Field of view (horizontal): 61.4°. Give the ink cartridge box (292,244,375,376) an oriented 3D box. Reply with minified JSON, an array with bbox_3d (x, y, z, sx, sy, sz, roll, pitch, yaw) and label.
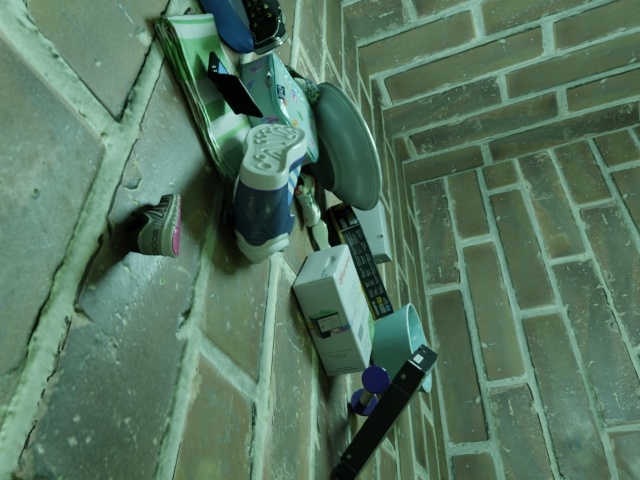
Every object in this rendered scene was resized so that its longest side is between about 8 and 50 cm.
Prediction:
[{"bbox_3d":[0.043,0.180,1.419,0.201,0.117,0.278,-64,138,-63],"label":"ink cartridge box"}]

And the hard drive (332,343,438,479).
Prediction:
[{"bbox_3d":[0.169,0.426,1.341,0.064,0.339,0.237,35,9,17],"label":"hard drive"}]

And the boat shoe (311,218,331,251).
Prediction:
[{"bbox_3d":[0.000,0.000,1.554,0.043,0.049,0.137,2,-66,64],"label":"boat shoe"}]

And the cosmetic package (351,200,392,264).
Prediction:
[{"bbox_3d":[0.182,-0.031,2.003,0.107,0.127,0.238,42,36,-62],"label":"cosmetic package"}]

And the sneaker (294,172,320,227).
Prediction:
[{"bbox_3d":[-0.047,-0.115,1.494,0.075,0.057,0.161,18,60,-50],"label":"sneaker"}]

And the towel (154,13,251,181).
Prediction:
[{"bbox_3d":[-0.216,-0.304,1.125,0.248,0.038,0.325,-67,140,-63],"label":"towel"}]

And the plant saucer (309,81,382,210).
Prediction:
[{"bbox_3d":[0.035,-0.259,1.597,0.400,0.100,0.400,55,-19,30],"label":"plant saucer"}]

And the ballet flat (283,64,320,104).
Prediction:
[{"bbox_3d":[-0.075,-0.448,1.538,0.188,0.070,0.070,45,-4,37],"label":"ballet flat"}]

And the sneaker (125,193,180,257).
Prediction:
[{"bbox_3d":[-0.243,-0.025,0.786,0.170,0.075,0.063,-114,-153,-61],"label":"sneaker"}]

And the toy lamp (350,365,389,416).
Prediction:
[{"bbox_3d":[0.125,0.410,1.432,0.274,0.080,0.080,93,-5,-58],"label":"toy lamp"}]

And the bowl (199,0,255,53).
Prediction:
[{"bbox_3d":[-0.218,-0.647,1.316,0.391,0.077,0.391,-14,90,-72],"label":"bowl"}]

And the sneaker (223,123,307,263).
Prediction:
[{"bbox_3d":[-0.110,-0.093,1.137,0.323,0.130,0.236,-80,179,-59],"label":"sneaker"}]

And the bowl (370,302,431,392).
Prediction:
[{"bbox_3d":[0.272,0.388,1.895,0.311,0.163,0.311,-14,90,-73],"label":"bowl"}]

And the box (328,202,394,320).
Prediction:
[{"bbox_3d":[0.127,0.056,1.720,0.257,0.079,0.322,-102,170,-69],"label":"box"}]

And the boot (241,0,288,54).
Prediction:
[{"bbox_3d":[-0.144,-0.526,1.189,0.236,0.085,0.178,-92,158,-50],"label":"boot"}]

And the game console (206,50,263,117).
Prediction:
[{"bbox_3d":[-0.170,-0.317,1.099,0.122,0.071,0.107,55,27,-54],"label":"game console"}]

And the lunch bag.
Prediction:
[{"bbox_3d":[-0.099,-0.335,1.391,0.279,0.108,0.224,48,32,-56],"label":"lunch bag"}]

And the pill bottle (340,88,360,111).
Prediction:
[{"bbox_3d":[0.050,-0.459,1.899,0.246,0.136,0.136,15,63,-70],"label":"pill bottle"}]
